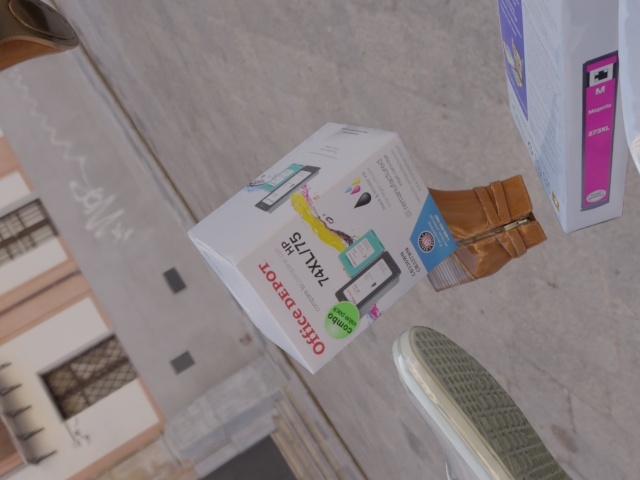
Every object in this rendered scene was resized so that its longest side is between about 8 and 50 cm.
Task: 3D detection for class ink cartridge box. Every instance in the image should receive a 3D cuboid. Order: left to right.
[{"bbox_3d":[0.000,0.000,0.963,0.198,0.270,0.197,57,165,-26],"label":"ink cartridge box"},{"bbox_3d":[0.195,-0.173,0.578,0.371,0.069,0.176,55,-161,-54],"label":"ink cartridge box"}]

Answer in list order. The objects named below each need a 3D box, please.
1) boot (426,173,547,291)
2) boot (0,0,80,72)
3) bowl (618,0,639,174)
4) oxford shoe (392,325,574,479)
[{"bbox_3d":[0.243,-0.060,1.201,0.283,0.220,0.109,60,-164,-13],"label":"boot"},{"bbox_3d":[-0.377,-0.201,0.780,0.073,0.152,0.197,55,-153,4],"label":"boot"},{"bbox_3d":[0.173,-0.051,0.292,0.142,0.053,0.142,65,-163,-45],"label":"bowl"},{"bbox_3d":[0.205,0.285,0.788,0.449,0.130,0.169,51,-155,-17],"label":"oxford shoe"}]
